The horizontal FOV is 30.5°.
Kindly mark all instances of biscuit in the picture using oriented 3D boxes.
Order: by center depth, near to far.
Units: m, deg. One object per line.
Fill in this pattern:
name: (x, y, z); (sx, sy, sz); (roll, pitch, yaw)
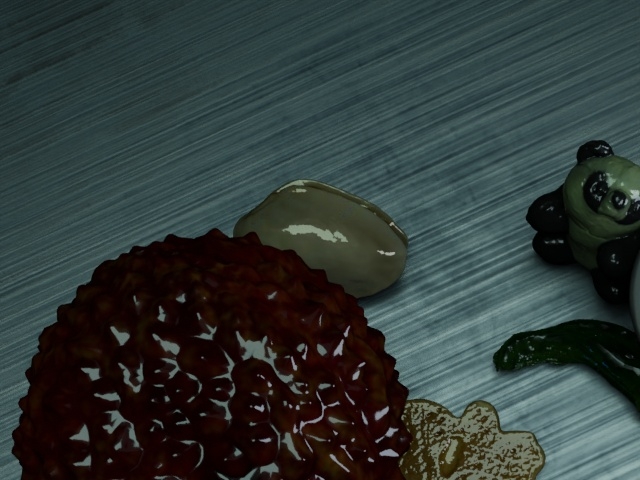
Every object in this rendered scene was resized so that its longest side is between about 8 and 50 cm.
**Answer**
biscuit: (0.155, 0.268, 1.426); (0.225, 0.036, 0.166); (12, 72, 14)

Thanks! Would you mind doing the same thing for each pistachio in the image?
pistachio: (0.000, 0.000, 1.495); (0.223, 0.126, 0.152); (5, 105, 4)

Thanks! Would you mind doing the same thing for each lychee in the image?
lychee: (-0.137, 0.197, 1.296); (0.500, 0.424, 0.424); (7, 70, 39)

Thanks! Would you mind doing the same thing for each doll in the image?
doll: (0.337, -0.024, 1.406); (0.143, 0.234, 0.135); (36, 84, 25)

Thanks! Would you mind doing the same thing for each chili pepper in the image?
chili pepper: (0.355, 0.165, 1.424); (0.279, 0.065, 0.122); (28, 90, 17)

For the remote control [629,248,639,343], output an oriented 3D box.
remote control: (0.483, 0.104, 1.349); (0.221, 0.103, 0.332); (-46, 106, -19)
